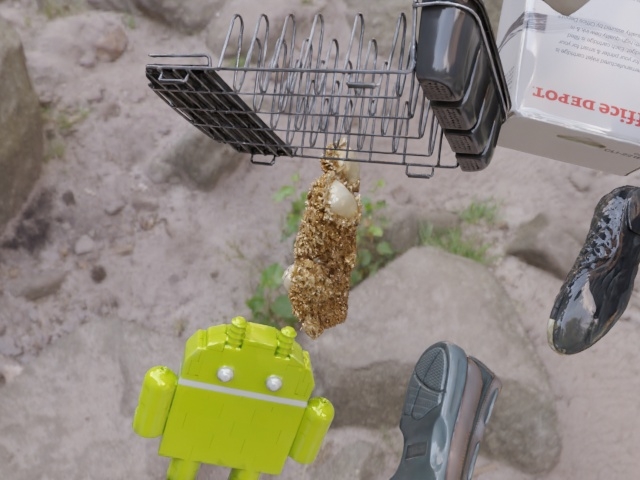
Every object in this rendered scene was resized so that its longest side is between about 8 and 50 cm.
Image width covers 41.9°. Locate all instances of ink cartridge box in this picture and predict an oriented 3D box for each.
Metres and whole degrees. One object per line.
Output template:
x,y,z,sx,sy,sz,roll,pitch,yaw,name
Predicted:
0.320,-0.234,1.006,0.196,0.114,0.273,13,76,-5,ink cartridge box

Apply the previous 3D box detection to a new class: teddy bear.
0.000,0.000,1.311,0.113,0.338,0.245,5,61,-2,teddy bear

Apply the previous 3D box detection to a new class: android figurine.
-0.107,0.213,1.065,0.248,0.273,0.056,15,26,-14,android figurine

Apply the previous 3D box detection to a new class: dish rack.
0.006,-0.118,0.677,0.271,0.208,0.074,5,75,21,dish rack

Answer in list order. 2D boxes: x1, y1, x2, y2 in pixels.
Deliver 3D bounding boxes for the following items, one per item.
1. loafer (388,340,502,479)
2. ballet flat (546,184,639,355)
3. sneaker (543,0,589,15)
0.109,0.226,0.751,0.084,0.096,0.268,26,67,-19,loafer
0.244,0.027,0.731,0.057,0.049,0.173,36,72,-11,ballet flat
0.206,-0.346,0.706,0.236,0.323,0.130,39,70,-4,sneaker
